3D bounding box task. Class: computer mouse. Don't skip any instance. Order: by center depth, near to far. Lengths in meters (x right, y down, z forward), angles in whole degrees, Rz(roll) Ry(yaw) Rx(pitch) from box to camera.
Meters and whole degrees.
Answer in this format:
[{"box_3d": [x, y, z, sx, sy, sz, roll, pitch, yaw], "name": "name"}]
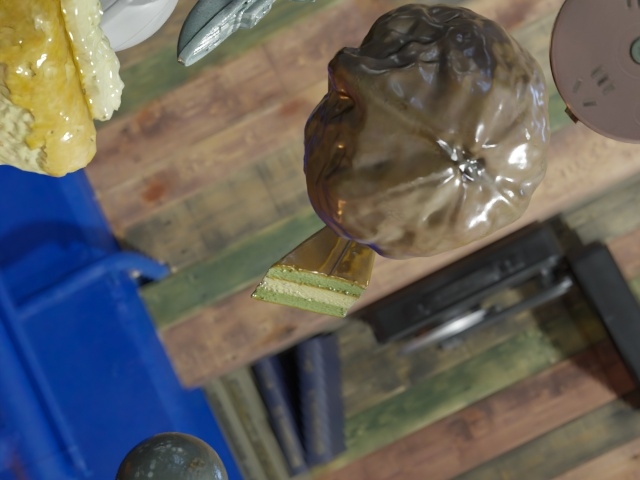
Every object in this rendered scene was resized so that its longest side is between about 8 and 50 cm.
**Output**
[{"box_3d": [-0.249, -0.335, 1.669, 0.184, 0.121, 0.297, -42, -150, 11], "name": "computer mouse"}]

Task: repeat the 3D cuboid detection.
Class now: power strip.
[{"box_3d": [0.261, -0.153, 1.075, 0.154, 0.154, 0.078, -28, -177, 12], "name": "power strip"}]

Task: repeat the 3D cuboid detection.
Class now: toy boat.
[{"box_3d": [-0.070, -0.288, 1.549, 0.260, 0.085, 0.078, -42, 176, -19], "name": "toy boat"}]

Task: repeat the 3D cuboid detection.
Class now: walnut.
[{"box_3d": [0.104, -0.107, 1.304, 0.226, 0.273, 0.273, 8, 161, -17], "name": "walnut"}]

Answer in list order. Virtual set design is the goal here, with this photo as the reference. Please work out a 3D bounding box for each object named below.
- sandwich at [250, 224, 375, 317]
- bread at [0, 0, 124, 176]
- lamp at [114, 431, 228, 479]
[{"box_3d": [0.000, 0.000, 1.843, 0.144, 0.187, 0.117, 19, 147, -13], "name": "sandwich"}, {"box_3d": [-0.314, -0.230, 1.126, 0.375, 0.236, 0.165, 86, 26, -54], "name": "bread"}, {"box_3d": [-0.282, 0.426, 2.132, 0.314, 0.182, 0.182, -34, 170, 35], "name": "lamp"}]
